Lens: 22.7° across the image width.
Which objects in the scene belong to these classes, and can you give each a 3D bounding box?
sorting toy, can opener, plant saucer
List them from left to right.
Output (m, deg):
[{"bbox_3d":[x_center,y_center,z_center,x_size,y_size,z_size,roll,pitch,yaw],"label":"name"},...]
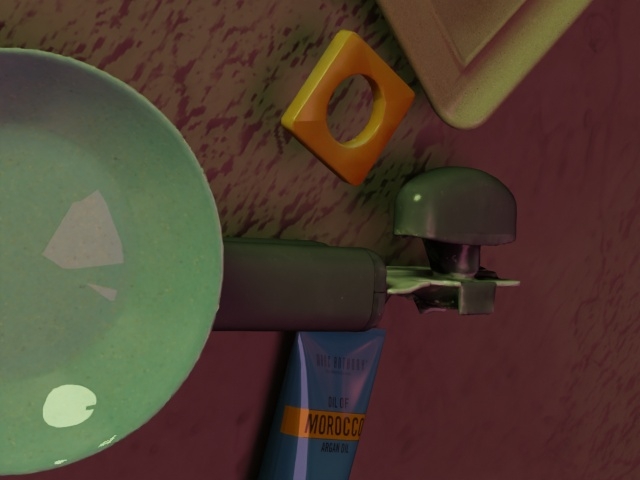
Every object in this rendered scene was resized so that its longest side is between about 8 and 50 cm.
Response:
[{"bbox_3d":[-0.142,0.008,0.720,0.195,0.037,0.195,-3,103,-12],"label":"plant saucer"},{"bbox_3d":[0.000,0.000,0.865,0.283,0.076,0.095,3,92,-42],"label":"can opener"},{"bbox_3d":[0.083,-0.187,0.877,0.347,0.047,0.196,-48,129,-17],"label":"sorting toy"}]

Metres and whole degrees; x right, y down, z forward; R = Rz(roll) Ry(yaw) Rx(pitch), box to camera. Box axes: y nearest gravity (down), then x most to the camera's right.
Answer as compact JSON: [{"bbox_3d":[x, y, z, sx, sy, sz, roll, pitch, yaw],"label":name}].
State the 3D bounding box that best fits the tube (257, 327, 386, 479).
[{"bbox_3d":[-0.012,0.148,0.936,0.080,0.052,0.207,10,95,-56],"label":"tube"}]
